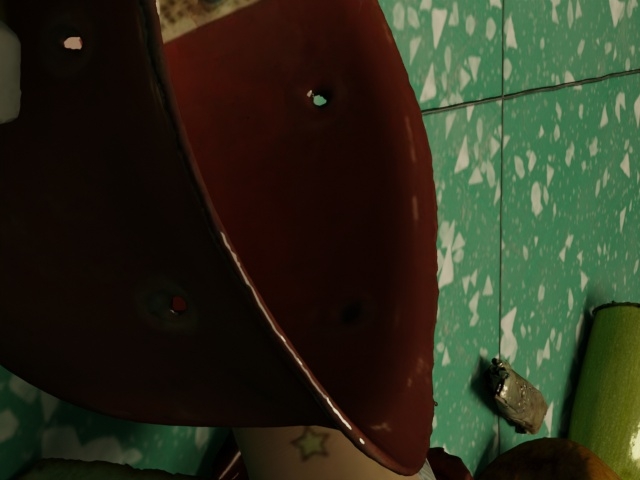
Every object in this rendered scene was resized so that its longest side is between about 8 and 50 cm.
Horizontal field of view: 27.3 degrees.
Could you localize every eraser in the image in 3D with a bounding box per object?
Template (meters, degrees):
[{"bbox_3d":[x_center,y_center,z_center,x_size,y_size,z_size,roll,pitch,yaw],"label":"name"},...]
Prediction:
[{"bbox_3d":[-0.015,0.071,0.804,0.171,0.087,0.290,47,16,-55],"label":"eraser"}]

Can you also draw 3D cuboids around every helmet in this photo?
[{"bbox_3d":[-0.096,-0.051,0.637,0.337,0.230,0.385,44,35,-59],"label":"helmet"}]

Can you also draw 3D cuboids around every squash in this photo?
[{"bbox_3d":[0.371,0.208,1.598,0.132,0.132,0.247,41,59,-54],"label":"squash"}]

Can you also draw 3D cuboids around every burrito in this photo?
[{"bbox_3d":[0.207,0.167,1.402,0.171,0.042,0.051,39,52,-57],"label":"burrito"}]

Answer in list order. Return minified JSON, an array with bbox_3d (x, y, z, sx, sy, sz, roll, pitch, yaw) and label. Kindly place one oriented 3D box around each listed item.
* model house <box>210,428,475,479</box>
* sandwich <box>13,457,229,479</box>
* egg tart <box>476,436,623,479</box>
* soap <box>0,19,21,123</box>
[{"bbox_3d":[0.030,0.262,0.950,0.160,0.196,0.254,-49,133,-29],"label":"model house"},{"bbox_3d":[-0.139,0.208,0.685,0.214,0.186,0.065,-54,133,-46],"label":"sandwich"},{"bbox_3d":[0.241,0.298,1.361,0.147,0.202,0.202,54,48,-30],"label":"egg tart"},{"bbox_3d":[-0.272,-0.233,0.352,0.435,0.213,0.350,20,80,-59],"label":"soap"}]
